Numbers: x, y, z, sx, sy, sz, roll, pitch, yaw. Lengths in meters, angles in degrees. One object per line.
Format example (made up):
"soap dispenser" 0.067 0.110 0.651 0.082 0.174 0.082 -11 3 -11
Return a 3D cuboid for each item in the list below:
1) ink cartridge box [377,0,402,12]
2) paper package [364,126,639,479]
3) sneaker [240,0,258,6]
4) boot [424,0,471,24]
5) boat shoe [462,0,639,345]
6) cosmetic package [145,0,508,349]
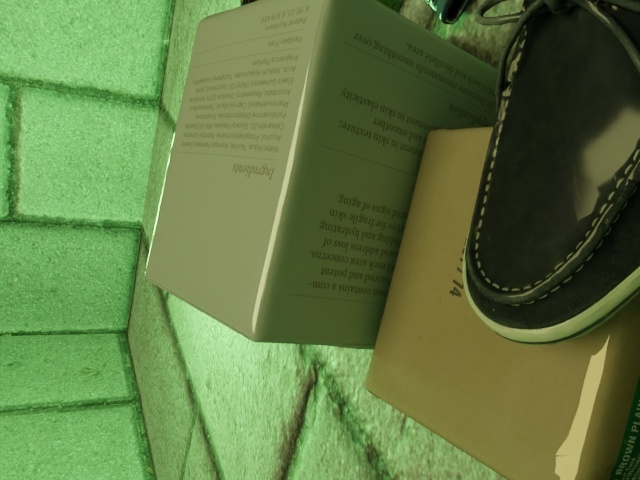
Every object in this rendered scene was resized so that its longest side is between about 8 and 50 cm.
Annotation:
"ink cartridge box" 0.093 -0.501 1.052 0.109 0.062 0.209 -63 35 38
"paper package" 0.220 0.052 0.590 0.309 0.168 0.325 14 89 62
"sneaker" -0.090 -0.623 1.339 0.281 0.106 0.162 -52 21 2
"boot" 0.210 -0.411 0.827 0.086 0.069 0.190 65 150 30
"boat shoe" 0.206 -0.165 0.395 0.187 0.155 0.501 40 112 55
"cosmetic package" -0.001 -0.083 0.810 0.327 0.329 0.394 15 92 51
